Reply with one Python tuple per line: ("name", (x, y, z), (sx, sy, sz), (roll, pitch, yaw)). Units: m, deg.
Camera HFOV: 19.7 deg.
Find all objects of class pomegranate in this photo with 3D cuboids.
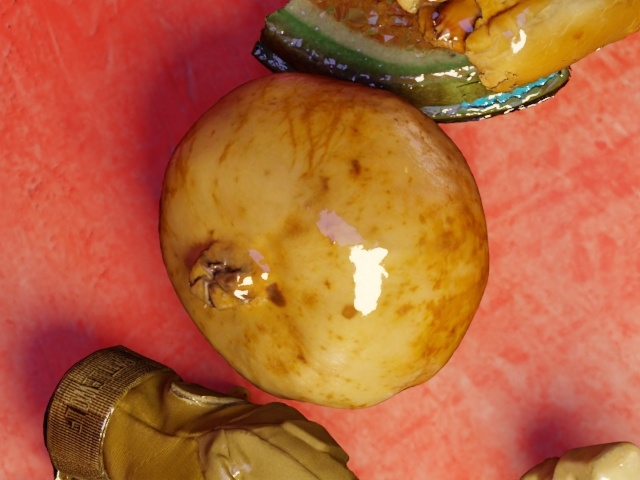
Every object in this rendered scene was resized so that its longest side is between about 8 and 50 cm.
("pomegranate", (0.000, 0.000, 1.307), (0.248, 0.248, 0.248), (-1, 82, 6))

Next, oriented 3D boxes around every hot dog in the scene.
("hot dog", (0.207, -0.220, 1.340), (0.348, 0.117, 0.158), (-30, 64, -24))

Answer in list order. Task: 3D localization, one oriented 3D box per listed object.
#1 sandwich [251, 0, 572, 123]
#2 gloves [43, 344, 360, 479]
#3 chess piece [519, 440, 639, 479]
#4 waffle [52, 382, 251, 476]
("sandwich", (0.077, -0.160, 1.396), (0.235, 0.079, 0.159), (23, 85, 8))
("gloves", (-0.048, 0.177, 1.256), (0.331, 0.154, 0.141), (29, 75, 30))
("chess piece", (0.245, 0.260, 1.247), (0.137, 0.137, 0.301), (-32, 102, 1))
("waffle", (-0.097, 0.221, 1.362), (0.228, 0.051, 0.232), (34, 78, 20))
